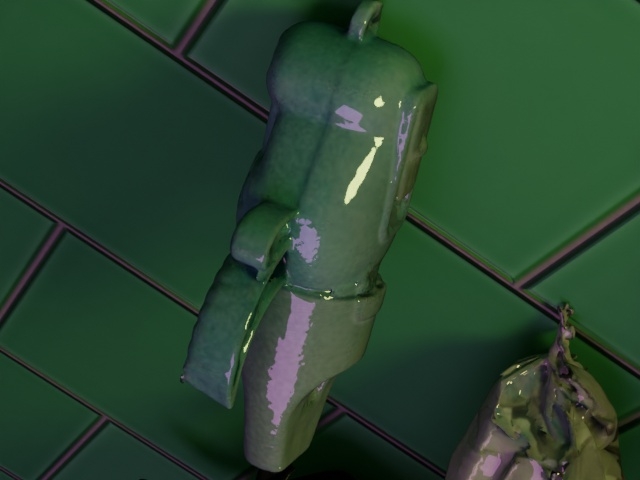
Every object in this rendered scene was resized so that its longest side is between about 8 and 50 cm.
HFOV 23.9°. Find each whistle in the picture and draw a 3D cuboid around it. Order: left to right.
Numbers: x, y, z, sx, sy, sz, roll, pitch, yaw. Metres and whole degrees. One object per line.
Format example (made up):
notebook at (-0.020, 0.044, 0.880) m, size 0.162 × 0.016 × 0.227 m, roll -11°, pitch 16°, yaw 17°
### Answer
whistle at (0.000, 0.000, 0.828) m, size 0.093 × 0.186 × 0.274 m, roll 19°, pitch 112°, yaw 17°

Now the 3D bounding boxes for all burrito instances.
burrito at (0.120, 0.243, 1.000) m, size 0.139 × 0.101 × 0.445 m, roll 21°, pitch 116°, yaw 13°

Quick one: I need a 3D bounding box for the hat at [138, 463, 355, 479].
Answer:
hat at (-0.003, 0.240, 1.189) m, size 0.336 × 0.208 × 0.238 m, roll -6°, pitch 170°, yaw -15°
